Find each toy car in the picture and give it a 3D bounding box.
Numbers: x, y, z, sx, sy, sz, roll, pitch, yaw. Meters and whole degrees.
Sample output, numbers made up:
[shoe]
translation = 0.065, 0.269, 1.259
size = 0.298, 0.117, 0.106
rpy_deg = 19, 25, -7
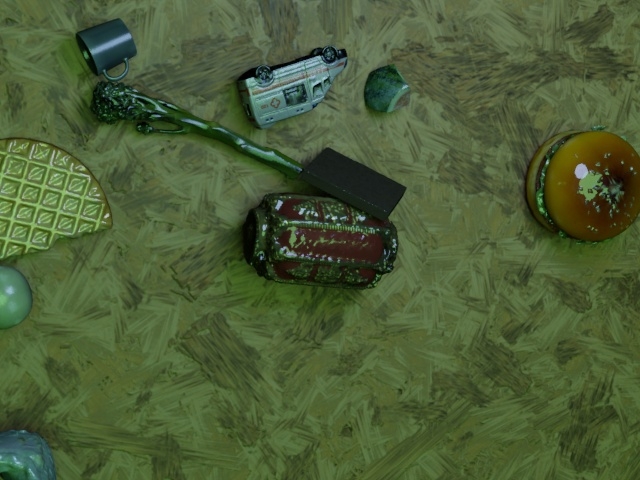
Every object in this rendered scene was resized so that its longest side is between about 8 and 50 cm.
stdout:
[toy car]
translation = -0.042, -0.277, 1.579
size = 0.210, 0.089, 0.108
rpy_deg = -21, 102, -13

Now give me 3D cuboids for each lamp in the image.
[lamp]
translation = 0.000, 0.000, 1.585
size = 0.274, 0.177, 0.177
rpy_deg = 6, 94, -17

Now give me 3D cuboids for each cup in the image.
[cup]
translation = -0.352, -0.316, 1.477
size = 0.077, 0.078, 0.100
rpy_deg = -29, 89, -18

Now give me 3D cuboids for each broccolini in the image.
[broccolini]
translation = -0.216, -0.176, 1.553
size = 0.392, 0.074, 0.079
rpy_deg = 24, 47, -20

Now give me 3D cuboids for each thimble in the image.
[thimble]
translation = -0.540, 0.431, 1.446
size = 0.205, 0.172, 0.250
rpy_deg = 38, 85, -16

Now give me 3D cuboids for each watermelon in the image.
[watermelon]
translation = 0.127, -0.276, 1.651
size = 0.092, 0.084, 0.072
rpy_deg = -36, 134, 26

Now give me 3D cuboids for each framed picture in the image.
[framed picture]
translation = 0.062, -0.103, 1.584
size = 0.168, 0.128, 0.023
rpy_deg = 27, 121, 7

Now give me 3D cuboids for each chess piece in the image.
[chess piece]
translation = -0.592, 0.117, 1.419
size = 0.251, 0.144, 0.144
rpy_deg = -19, 101, -20

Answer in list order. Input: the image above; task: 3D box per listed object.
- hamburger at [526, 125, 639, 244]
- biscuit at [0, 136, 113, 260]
[hamburger]
translation = 0.541, -0.109, 1.746
size = 0.246, 0.170, 0.246
rpy_deg = -2, 96, -15
[biscuit]
translation = -0.518, -0.067, 1.470
size = 0.309, 0.040, 0.204
rpy_deg = -17, 101, -16
